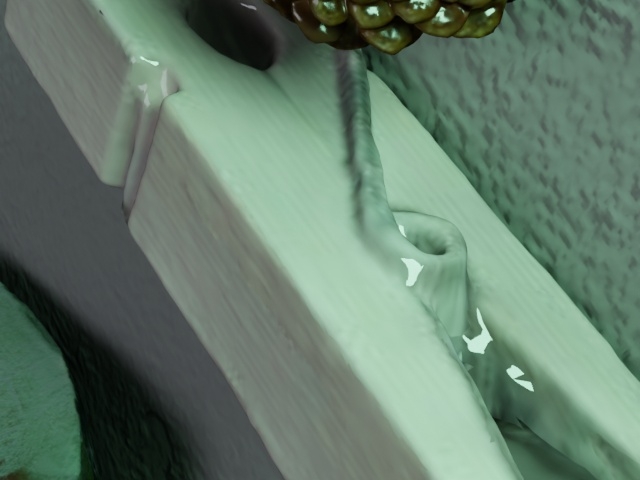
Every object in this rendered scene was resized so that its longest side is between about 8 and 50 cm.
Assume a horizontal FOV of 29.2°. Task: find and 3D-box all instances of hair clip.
[{"bbox_3d":[-0.001,0.003,0.404,0.331,0.101,0.085,52,142,30],"label":"hair clip"}]

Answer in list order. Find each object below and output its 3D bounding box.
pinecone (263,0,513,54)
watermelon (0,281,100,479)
[{"bbox_3d":[0.011,-0.102,0.349,0.109,0.102,0.102,13,112,50],"label":"pinecone"},{"bbox_3d":[-0.247,0.160,0.667,0.320,0.214,0.289,38,122,32],"label":"watermelon"}]
